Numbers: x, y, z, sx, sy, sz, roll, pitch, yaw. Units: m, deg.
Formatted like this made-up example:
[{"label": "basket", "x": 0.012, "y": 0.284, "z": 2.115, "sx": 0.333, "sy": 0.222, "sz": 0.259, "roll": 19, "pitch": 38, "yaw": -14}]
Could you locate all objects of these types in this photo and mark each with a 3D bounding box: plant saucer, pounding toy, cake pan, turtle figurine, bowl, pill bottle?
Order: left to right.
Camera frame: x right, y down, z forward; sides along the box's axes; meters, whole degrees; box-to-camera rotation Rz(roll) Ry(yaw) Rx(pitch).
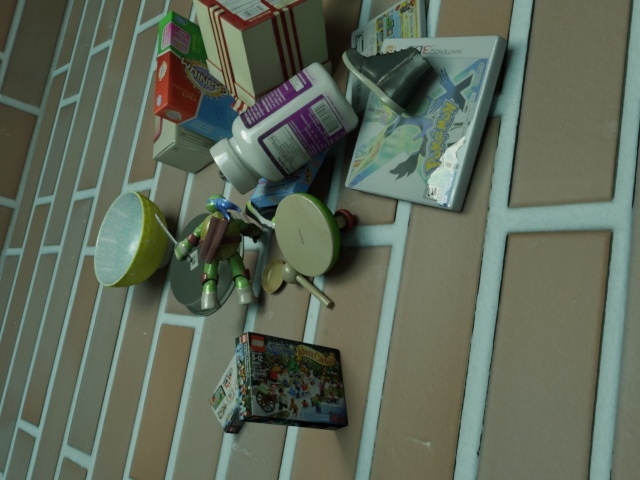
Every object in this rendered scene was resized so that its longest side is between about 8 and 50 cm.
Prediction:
[{"label": "bowl", "x": -0.527, "y": 0.010, "z": 2.054, "sx": 0.290, "sy": 0.156, "sz": 0.289, "roll": -21, "pitch": 61, "yaw": 43}, {"label": "cake pan", "x": -0.314, "y": 0.054, "z": 1.870, "sx": 0.293, "sy": 0.054, "sz": 0.293, "roll": -22, "pitch": 60, "yaw": 43}, {"label": "turtle figurine", "x": -0.241, "y": 0.030, "z": 1.702, "sx": 0.275, "sy": 0.198, "sz": 0.266, "roll": -13, "pitch": 83, "yaw": 49}, {"label": "plant saucer", "x": -0.107, "y": 0.084, "z": 1.647, "sx": 0.083, "sy": 0.015, "sz": 0.083, "roll": -23, "pitch": 59, "yaw": 43}, {"label": "pill bottle", "x": -0.082, "y": -0.233, "z": 1.511, "sx": 0.302, "sy": 0.169, "sz": 0.169, "roll": -34, "pitch": 47, "yaw": 5}, {"label": "pounding toy", "x": 0.000, "y": 0.000, "z": 1.512, "sx": 0.183, "sy": 0.110, "sz": 0.236, "roll": 26, "pitch": 125, "yaw": 40}]

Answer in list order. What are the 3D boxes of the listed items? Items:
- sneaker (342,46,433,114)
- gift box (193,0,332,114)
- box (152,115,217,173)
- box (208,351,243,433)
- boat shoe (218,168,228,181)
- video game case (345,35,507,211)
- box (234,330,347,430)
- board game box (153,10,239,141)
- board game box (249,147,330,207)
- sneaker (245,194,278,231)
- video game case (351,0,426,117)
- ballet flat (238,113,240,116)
[{"label": "sneaker", "x": 0.137, "y": -0.351, "z": 1.404, "sx": 0.118, "sy": 0.083, "sz": 0.222, "roll": -48, "pitch": 49, "yaw": 14}, {"label": "gift box", "x": -0.129, "y": -0.451, "z": 1.634, "sx": 0.255, "sy": 0.258, "sz": 0.276, "roll": -28, "pitch": 53, "yaw": -16}, {"label": "box", "x": -0.391, "y": -0.336, "z": 2.040, "sx": 0.127, "sy": 0.149, "sz": 0.232, "roll": -25, "pitch": 57, "yaw": 42}, {"label": "box", "x": -0.182, "y": 0.331, "z": 1.620, "sx": 0.207, "sy": 0.036, "sz": 0.114, "roll": -60, "pitch": 41, "yaw": 13}, {"label": "boat shoe", "x": -0.225, "y": -0.226, "z": 1.867, "sx": 0.183, "sy": 0.066, "sz": 0.066, "roll": -39, "pitch": 49, "yaw": 33}, {"label": "video game case", "x": 0.196, "y": -0.239, "z": 1.382, "sx": 0.300, "sy": 0.036, "sz": 0.328, "roll": 17, "pitch": 94, "yaw": 49}, {"label": "box", "x": -0.054, "y": 0.272, "z": 1.339, "sx": 0.044, "sy": 0.233, "sz": 0.159, "roll": -31, "pitch": 54, "yaw": 39}, {"label": "board game box", "x": -0.339, "y": -0.451, "z": 1.954, "sx": 0.064, "sy": 0.242, "sz": 0.316, "roll": -25, "pitch": 58, "yaw": 39}, {"label": "board game box", "x": -0.060, "y": -0.176, "z": 1.623, "sx": 0.160, "sy": 0.039, "sz": 0.211, "roll": -5, "pitch": 51, "yaw": 48}, {"label": "sneaker", "x": -0.108, "y": -0.078, "z": 1.659, "sx": 0.235, "sy": 0.084, "sz": 0.097, "roll": 31, "pitch": 98, "yaw": 50}, {"label": "video game case", "x": 0.148, "y": -0.408, "z": 1.540, "sx": 0.206, "sy": 0.026, "sz": 0.226, "roll": -21, "pitch": 59, "yaw": 43}, {"label": "ballet flat", "x": -0.120, "y": -0.314, "z": 1.774, "sx": 0.316, "sy": 0.108, "sz": 0.106, "roll": 33, "pitch": 121, "yaw": 55}]
